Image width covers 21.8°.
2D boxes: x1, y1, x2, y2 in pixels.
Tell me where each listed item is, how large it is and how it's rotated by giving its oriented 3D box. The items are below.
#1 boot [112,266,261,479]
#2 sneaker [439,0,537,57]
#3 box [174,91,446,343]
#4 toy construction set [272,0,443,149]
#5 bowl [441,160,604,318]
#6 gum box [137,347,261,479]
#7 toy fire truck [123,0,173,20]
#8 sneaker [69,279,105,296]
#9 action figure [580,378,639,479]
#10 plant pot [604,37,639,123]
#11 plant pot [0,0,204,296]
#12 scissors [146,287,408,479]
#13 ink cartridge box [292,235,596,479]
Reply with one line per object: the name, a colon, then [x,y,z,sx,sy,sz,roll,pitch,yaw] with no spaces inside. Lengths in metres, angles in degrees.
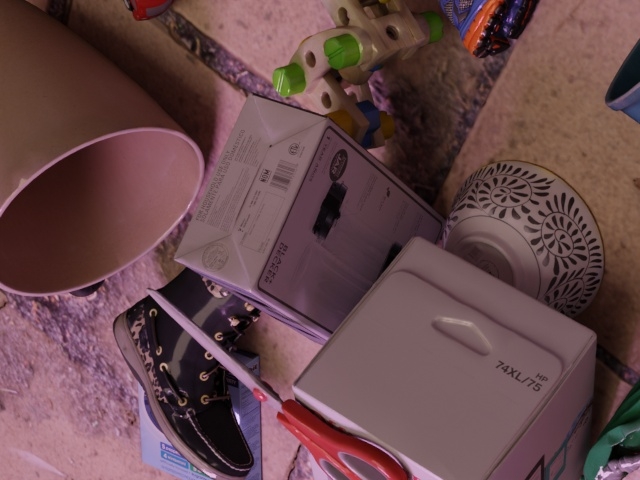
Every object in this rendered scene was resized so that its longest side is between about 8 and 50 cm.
boot: [-0.110,0.126,1.800,0.178,0.085,0.236,-44,69,25]
sneaker: [0.158,-0.264,1.439,0.087,0.083,0.221,45,129,24]
box: [0.000,0.000,1.526,0.087,0.290,0.169,20,83,30]
toy construction set: [-0.015,-0.250,1.548,0.328,0.151,0.215,48,145,7]
bowl: [0.173,0.017,1.562,0.170,0.080,0.170,17,121,31]
gum box: [-0.142,0.198,1.933,0.157,0.041,0.184,18,120,32]
toy fire truck: [-0.201,-0.321,1.676,0.192,0.047,0.135,63,167,-4]
sneaker: [-0.331,-0.031,1.957,0.132,0.086,0.229,-25,84,48]
action figure: [0.295,0.167,1.526,0.063,0.137,0.232,32,138,7]
plant pot: [0.393,-0.126,1.206,0.255,0.271,0.271,38,132,-2]
plant pot: [-0.302,-0.124,1.792,0.274,0.256,0.256,54,136,27]
scissors: [-0.039,0.149,1.458,0.297,0.021,0.109,34,156,15]
ink cartridge box: [0.120,0.175,1.537,0.198,0.197,0.270,30,154,25]
